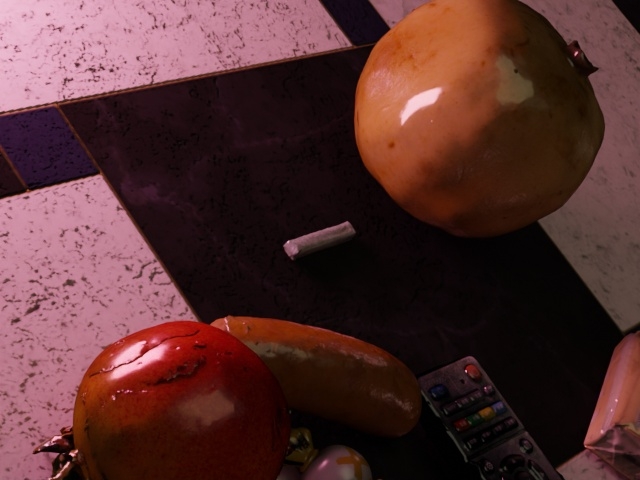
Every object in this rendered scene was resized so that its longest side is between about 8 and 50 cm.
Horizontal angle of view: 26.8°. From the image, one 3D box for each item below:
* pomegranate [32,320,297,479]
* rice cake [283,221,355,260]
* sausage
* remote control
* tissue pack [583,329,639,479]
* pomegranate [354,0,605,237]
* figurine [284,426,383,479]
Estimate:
[{"bbox_3d":[-0.142,0.183,1.247,0.235,0.210,0.210,-23,65,-5],"label":"pomegranate"},{"bbox_3d":[0.000,0.000,1.657,0.121,0.021,0.022,-19,63,-49],"label":"rice cake"},{"bbox_3d":[-0.001,0.147,1.462,0.270,0.109,0.109,18,45,-30],"label":"sausage"},{"bbox_3d":[0.242,0.313,1.540,0.144,0.062,0.399,-14,63,-46],"label":"remote control"},{"bbox_3d":[0.453,0.236,1.760,0.186,0.090,0.222,36,38,-4],"label":"tissue pack"},{"bbox_3d":[0.209,-0.168,1.756,0.332,0.332,0.333,22,44,-23],"label":"pomegranate"},{"bbox_3d":[-0.006,0.232,1.414,0.143,0.068,0.101,43,29,28],"label":"figurine"}]
